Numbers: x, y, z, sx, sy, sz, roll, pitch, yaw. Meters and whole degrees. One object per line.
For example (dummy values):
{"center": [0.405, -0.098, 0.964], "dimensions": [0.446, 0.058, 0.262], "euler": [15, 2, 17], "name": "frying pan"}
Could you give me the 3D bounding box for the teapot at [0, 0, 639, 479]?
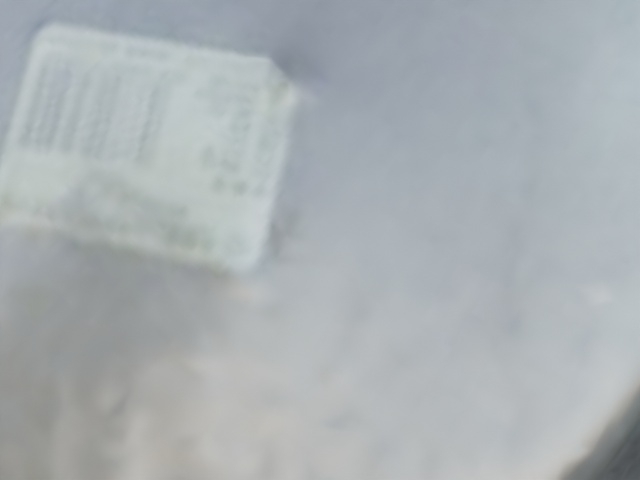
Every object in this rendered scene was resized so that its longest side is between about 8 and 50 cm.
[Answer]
{"center": [0.000, 0.000, 0.554], "dimensions": [0.376, 0.305, 0.362], "euler": [11, -5, 21], "name": "teapot"}
